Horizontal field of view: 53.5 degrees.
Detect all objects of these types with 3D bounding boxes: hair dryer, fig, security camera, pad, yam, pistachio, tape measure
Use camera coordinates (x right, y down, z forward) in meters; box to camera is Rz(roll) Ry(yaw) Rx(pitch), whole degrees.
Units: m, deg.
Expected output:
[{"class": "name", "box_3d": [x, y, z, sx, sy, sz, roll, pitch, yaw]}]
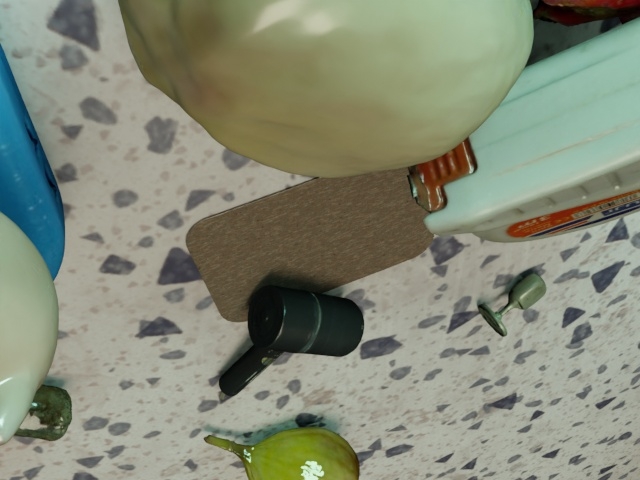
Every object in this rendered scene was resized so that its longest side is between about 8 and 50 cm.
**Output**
[{"class": "hair dryer", "box_3d": [-0.058, 0.137, 0.759, 0.124, 0.071, 0.219, 16, 132, -38]}, {"class": "fig", "box_3d": [-0.060, 0.331, 0.914, 0.257, 0.159, 0.159, 34, 113, -24]}, {"class": "security camera", "box_3d": [0.269, 0.083, 0.874, 0.092, 0.058, 0.058, -39, 137, -3]}, {"class": "pad", "box_3d": [0.000, 0.000, 0.693, 0.266, 0.002, 0.176, -20, 138, -5]}, {"class": "yam", "box_3d": [-0.385, 0.153, 0.626, 0.274, 0.061, 0.061, 24, 119, -39]}, {"class": "pistachio", "box_3d": [0.023, -0.154, 0.420, 0.332, 0.208, 0.226, -1, 97, -40]}, {"class": "tape measure", "box_3d": [0.233, -0.088, 0.575, 0.258, 0.130, 0.265, -23, 163, 26]}]

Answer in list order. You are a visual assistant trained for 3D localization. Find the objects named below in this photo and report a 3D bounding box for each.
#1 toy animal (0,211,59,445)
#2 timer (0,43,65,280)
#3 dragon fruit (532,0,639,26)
[{"class": "toy animal", "box_3d": [-0.271, 0.052, 0.341, 0.250, 0.154, 0.166, -12, 117, -4]}, {"class": "timer", "box_3d": [-0.358, -0.038, 0.406, 0.340, 0.115, 0.309, -14, 137, -12]}, {"class": "dragon fruit", "box_3d": [0.281, -0.257, 0.479, 0.163, 0.189, 0.261, 28, 125, -7]}]
